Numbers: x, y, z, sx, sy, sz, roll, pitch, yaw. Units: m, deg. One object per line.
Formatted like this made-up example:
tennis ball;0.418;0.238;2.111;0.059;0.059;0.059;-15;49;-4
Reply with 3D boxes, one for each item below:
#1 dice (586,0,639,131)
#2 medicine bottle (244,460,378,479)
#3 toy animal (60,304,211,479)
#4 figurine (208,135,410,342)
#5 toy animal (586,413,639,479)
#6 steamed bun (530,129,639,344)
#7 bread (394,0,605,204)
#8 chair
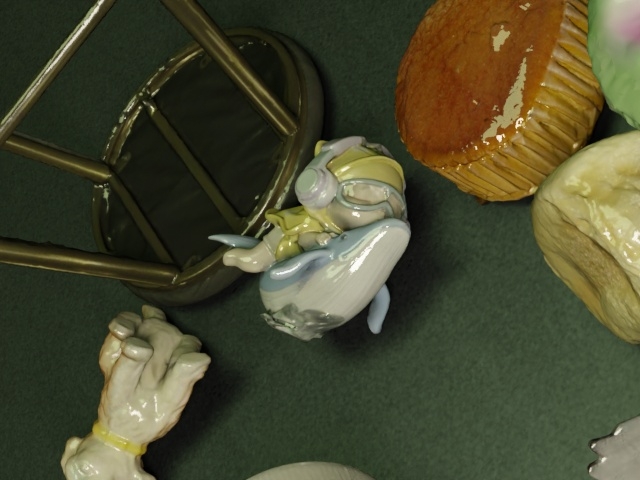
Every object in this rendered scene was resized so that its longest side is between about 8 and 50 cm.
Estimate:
dice;0.375;-0.145;0.919;0.330;0.318;0.322;-61;34;14
medicine bottle;0.020;0.321;1.099;0.208;0.208;0.339;-48;31;13
toy animal;-0.183;0.163;1.521;0.184;0.104;0.185;-122;48;-74
figurine;0.000;0.000;1.390;0.208;0.128;0.183;-3;64;48
toy animal;0.338;0.206;0.948;0.302;0.225;0.284;-20;74;23
steamed bun;0.251;-0.022;1.150;0.155;0.172;0.141;-36;83;-9
bread;0.149;-0.136;1.333;0.199;0.104;0.199;-25;52;36
chair;-0.238;-0.149;1.487;0.362;0.410;0.364;-51;42;9
